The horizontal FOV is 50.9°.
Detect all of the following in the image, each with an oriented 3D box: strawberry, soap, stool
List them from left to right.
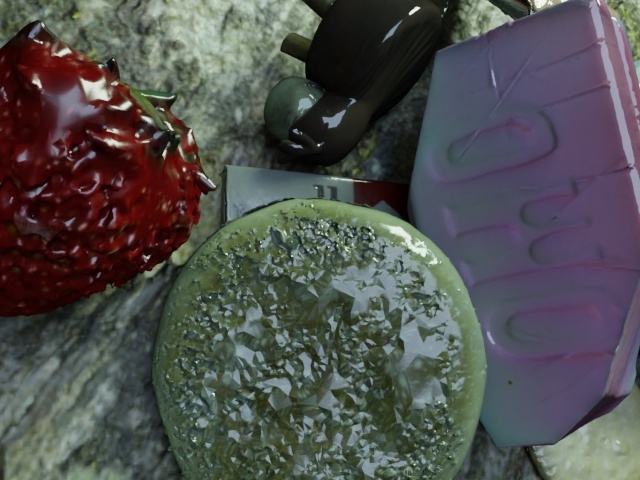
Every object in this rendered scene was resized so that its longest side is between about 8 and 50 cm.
[{"bbox_3d":[-0.176,-0.032,0.462,0.184,0.187,0.202,33,93,-33],"label":"strawberry"},{"bbox_3d":[0.019,-0.157,0.600,0.121,0.125,0.217,40,83,14],"label":"stool"},{"bbox_3d":[0.179,-0.005,0.555,0.109,0.192,0.324,-6,83,-56],"label":"soap"}]

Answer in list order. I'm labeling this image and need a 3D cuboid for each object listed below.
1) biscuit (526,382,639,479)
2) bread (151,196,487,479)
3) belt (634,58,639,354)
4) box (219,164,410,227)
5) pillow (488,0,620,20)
[{"bbox_3d":[0.255,0.176,0.632,0.151,0.020,0.152,6,73,-18],"label":"biscuit"},{"bbox_3d":[0.000,0.094,0.507,0.266,0.040,0.267,0,84,-2],"label":"bread"},{"bbox_3d":[0.351,-0.050,0.683,0.260,0.122,0.325,42,64,-9],"label":"belt"},{"bbox_3d":[0.000,0.000,0.583,0.177,0.036,0.115,5,73,-19],"label":"box"},{"bbox_3d":[0.168,-0.248,0.644,0.126,0.043,0.232,-3,34,-32],"label":"pillow"}]
